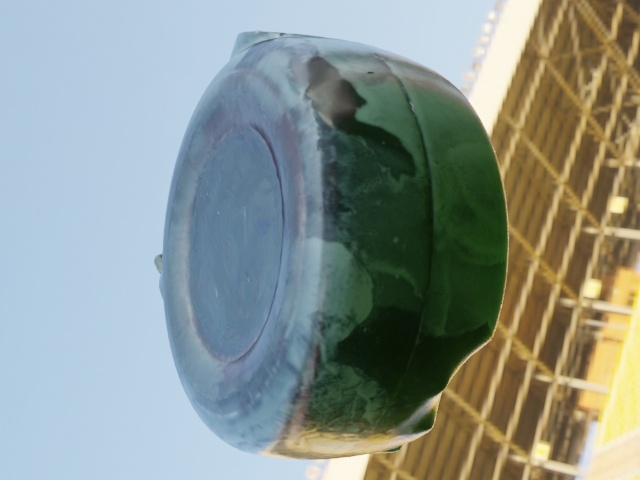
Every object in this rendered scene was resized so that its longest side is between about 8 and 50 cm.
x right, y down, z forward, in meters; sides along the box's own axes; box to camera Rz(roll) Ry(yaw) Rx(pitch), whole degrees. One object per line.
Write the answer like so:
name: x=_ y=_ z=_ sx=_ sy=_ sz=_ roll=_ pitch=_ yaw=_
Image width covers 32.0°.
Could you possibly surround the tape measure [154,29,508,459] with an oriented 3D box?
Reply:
tape measure: x=0.000 y=0.000 z=0.699 sx=0.147 sy=0.275 sz=0.256 roll=3 pitch=-56 yaw=-29
